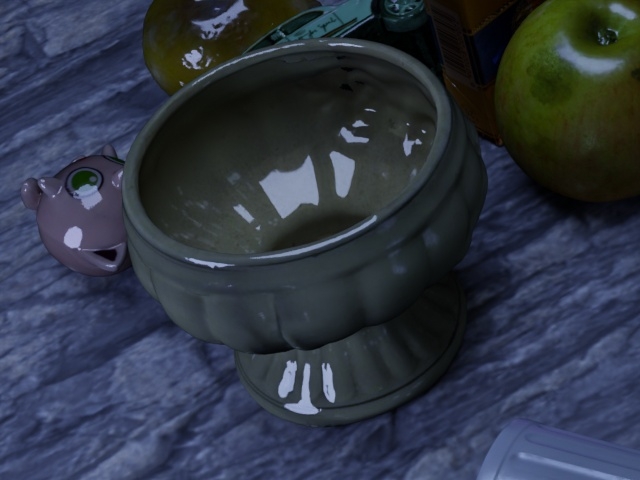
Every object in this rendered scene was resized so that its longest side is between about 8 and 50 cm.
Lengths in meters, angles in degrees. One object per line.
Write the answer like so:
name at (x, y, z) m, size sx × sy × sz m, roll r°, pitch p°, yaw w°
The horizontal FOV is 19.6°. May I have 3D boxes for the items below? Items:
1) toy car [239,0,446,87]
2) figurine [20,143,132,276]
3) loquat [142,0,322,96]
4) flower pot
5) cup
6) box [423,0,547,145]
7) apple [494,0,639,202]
toy car at (0.010, -0.159, 1.787) m, size 0.306 × 0.136 × 0.125 m, roll -34°, pitch 47°, yaw -6°
figurine at (-0.209, -0.027, 1.768) m, size 0.138 × 0.125 × 0.125 m, roll 29°, pitch 61°, yaw 25°
loquat at (-0.087, -0.207, 1.885) m, size 0.195 × 0.152 × 0.152 m, roll -11°, pitch 44°, yaw 18°
flower pot at (0.000, 0.000, 1.574) m, size 0.307 × 0.244 × 0.307 m, roll -10°, pitch 44°, yaw 9°
cup at (0.205, 0.239, 1.301) m, size 0.202 × 0.167 × 0.221 m, roll 10°, pitch 32°, yaw 25°
box at (0.177, -0.224, 1.731) m, size 0.152 × 0.237 × 0.070 m, roll -40°, pitch 49°, yaw -18°
apple at (0.248, -0.135, 1.659) m, size 0.196 × 0.196 × 0.196 m, roll -11°, pitch 44°, yaw 11°
